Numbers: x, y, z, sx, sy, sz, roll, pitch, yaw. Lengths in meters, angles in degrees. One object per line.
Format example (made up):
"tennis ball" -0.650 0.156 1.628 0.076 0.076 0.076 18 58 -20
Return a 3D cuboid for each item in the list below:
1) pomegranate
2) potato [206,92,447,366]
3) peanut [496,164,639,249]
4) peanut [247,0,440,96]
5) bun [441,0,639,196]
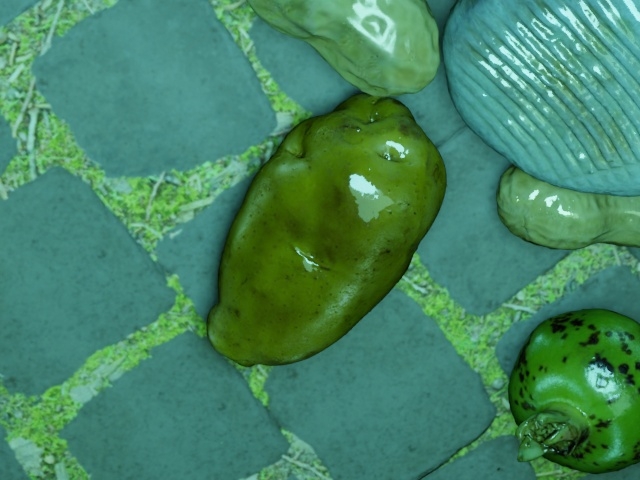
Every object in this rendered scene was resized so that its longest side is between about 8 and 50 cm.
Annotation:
"pomegranate" 0.321 0.198 1.838 0.211 0.263 0.211 16 123 27
"potato" 0.000 0.000 1.766 0.195 0.176 0.369 18 112 -42
"peanut" 0.328 -0.038 1.813 0.237 0.120 0.110 8 87 -6
"peanut" 0.010 -0.276 1.668 0.313 0.152 0.152 41 100 -21
"bun" 0.314 -0.219 1.669 0.362 0.211 0.361 14 132 16
